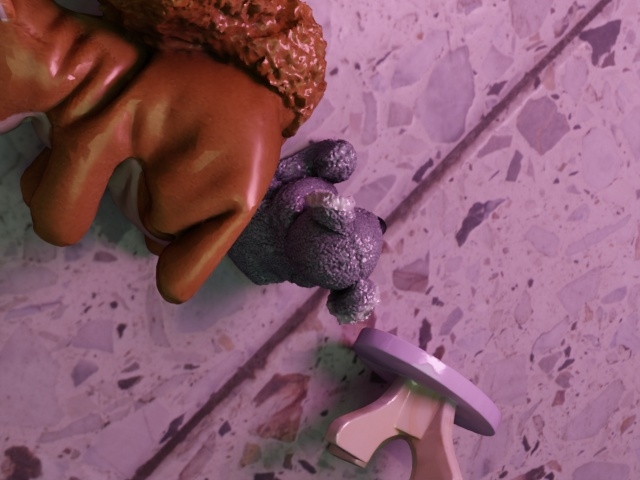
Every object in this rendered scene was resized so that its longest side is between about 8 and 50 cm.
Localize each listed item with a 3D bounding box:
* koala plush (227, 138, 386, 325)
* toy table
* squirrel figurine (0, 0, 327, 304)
[{"bbox_3d":[0.000,0.000,1.145,0.203,0.221,0.196,-19,114,-19],"label":"koala plush"},{"bbox_3d":[0.124,0.259,1.297,0.274,0.252,0.161,35,72,-22],"label":"toy table"},{"bbox_3d":[-0.205,-0.187,0.976,0.370,0.281,0.397,37,98,-16],"label":"squirrel figurine"}]
